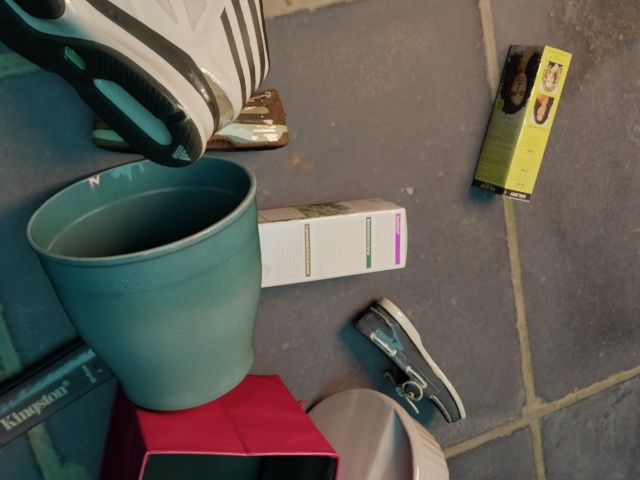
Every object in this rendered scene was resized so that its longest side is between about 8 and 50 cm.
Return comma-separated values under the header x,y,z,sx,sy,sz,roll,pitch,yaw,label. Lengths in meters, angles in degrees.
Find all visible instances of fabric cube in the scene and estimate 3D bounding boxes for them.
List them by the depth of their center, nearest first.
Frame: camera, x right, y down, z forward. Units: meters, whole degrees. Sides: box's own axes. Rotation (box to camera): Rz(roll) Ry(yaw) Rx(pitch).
x,y,z,sx,sy,sz,roll,pitch,yaw,label
-0.155,0.341,1.010,0.259,0.258,0.254,8,100,-23,fabric cube

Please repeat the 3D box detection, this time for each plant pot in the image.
x,y,z,sx,sy,sz,roll,pitch,yaw,label
-0.191,0.061,0.928,0.272,0.271,0.255,-18,119,-16,plant pot

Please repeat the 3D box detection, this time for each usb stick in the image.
x,y,z,sx,sy,sz,roll,pitch,yaw,label
-0.398,0.218,0.998,0.278,0.045,0.077,-32,113,-11,usb stick

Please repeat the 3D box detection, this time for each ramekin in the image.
x,y,z,sx,sy,sz,roll,pitch,yaw,label
0.071,0.370,1.110,0.127,0.273,0.273,33,91,-37,ramekin

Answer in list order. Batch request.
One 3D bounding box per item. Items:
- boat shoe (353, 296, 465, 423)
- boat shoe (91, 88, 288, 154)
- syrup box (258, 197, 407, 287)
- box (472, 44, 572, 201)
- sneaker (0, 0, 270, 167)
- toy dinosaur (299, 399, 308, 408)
x,y,z,sx,sy,sz,roll,pitch,yaw,label
0.145,0.207,1.181,0.079,0.095,0.254,-39,113,-9,boat shoe
-0.170,-0.165,0.969,0.257,0.095,0.095,-4,92,-27,boat shoe
0.000,0.000,1.068,0.237,0.093,0.096,-6,106,-20,syrup box
0.311,-0.183,1.147,0.058,0.087,0.232,9,100,-25,box
-0.246,-0.315,0.882,0.447,0.169,0.257,45,53,-9,sneaker
-0.028,0.293,1.130,0.047,0.082,0.090,38,75,-42,toy dinosaur
